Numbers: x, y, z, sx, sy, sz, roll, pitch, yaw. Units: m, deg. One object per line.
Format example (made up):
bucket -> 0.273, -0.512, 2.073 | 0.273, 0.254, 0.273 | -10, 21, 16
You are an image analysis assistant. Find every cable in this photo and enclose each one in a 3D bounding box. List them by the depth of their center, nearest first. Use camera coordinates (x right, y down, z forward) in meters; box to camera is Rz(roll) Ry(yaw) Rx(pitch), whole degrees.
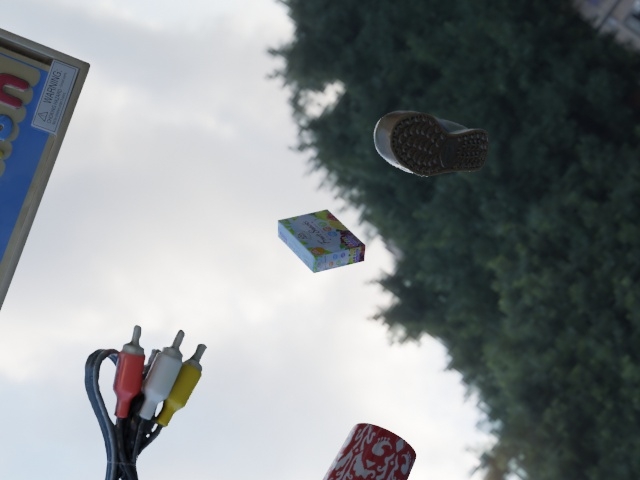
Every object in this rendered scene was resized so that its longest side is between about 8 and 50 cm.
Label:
cable -> -0.226, 0.240, 1.542 | 0.139, 0.287, 0.072 | 19, 164, -31

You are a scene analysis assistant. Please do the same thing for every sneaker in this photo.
sneaker -> 0.096, -0.106, 1.384 | 0.086, 0.064, 0.192 | 15, -172, 37

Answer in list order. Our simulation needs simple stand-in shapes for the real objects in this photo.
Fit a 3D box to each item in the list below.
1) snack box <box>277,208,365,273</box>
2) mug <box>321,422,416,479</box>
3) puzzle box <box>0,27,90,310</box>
snack box -> 0.000, 0.000, 2.229 | 0.100, 0.037, 0.141 | -14, -147, -24
mug -> 0.032, 0.322, 1.644 | 0.150, 0.169, 0.113 | 4, 145, 41
puzzle box -> -0.446, -0.056, 1.416 | 0.272, 0.408, 0.052 | 20, 169, -14
